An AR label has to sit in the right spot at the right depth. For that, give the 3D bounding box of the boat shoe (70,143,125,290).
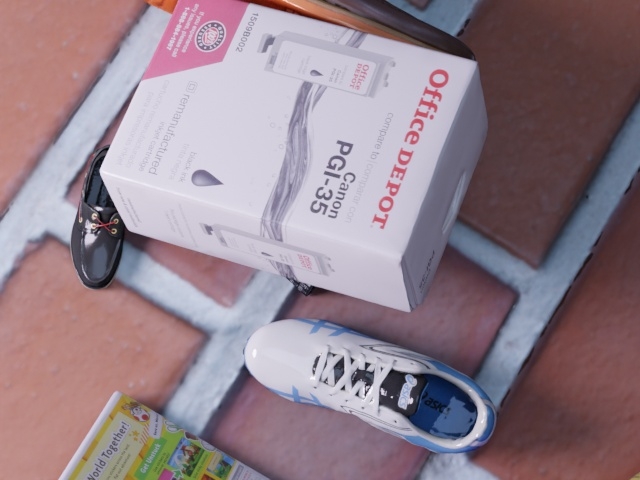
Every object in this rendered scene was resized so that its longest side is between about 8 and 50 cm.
[{"bbox_3d":[-0.199,-0.022,1.556,0.049,0.042,0.133,9,78,-8],"label":"boat shoe"}]

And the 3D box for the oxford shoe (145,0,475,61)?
[{"bbox_3d":[-0.008,-0.241,1.592,0.363,0.130,0.133,25,68,-4],"label":"oxford shoe"}]

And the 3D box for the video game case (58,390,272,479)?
[{"bbox_3d":[-0.128,0.248,1.446,0.206,0.026,0.227,31,36,-2],"label":"video game case"}]

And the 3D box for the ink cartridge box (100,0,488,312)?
[{"bbox_3d":[-0.017,-0.083,1.505,0.283,0.117,0.207,16,67,16],"label":"ink cartridge box"}]

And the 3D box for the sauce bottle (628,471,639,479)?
[{"bbox_3d":[0.414,0.193,1.570,0.344,0.111,0.111,-31,84,-13],"label":"sauce bottle"}]

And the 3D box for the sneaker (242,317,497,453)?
[{"bbox_3d":[0.047,0.125,1.540,0.237,0.086,0.085,19,77,-3],"label":"sneaker"}]

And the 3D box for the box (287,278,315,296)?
[{"bbox_3d":[0.000,0.000,1.570,0.052,0.062,0.083,42,75,3],"label":"box"}]
